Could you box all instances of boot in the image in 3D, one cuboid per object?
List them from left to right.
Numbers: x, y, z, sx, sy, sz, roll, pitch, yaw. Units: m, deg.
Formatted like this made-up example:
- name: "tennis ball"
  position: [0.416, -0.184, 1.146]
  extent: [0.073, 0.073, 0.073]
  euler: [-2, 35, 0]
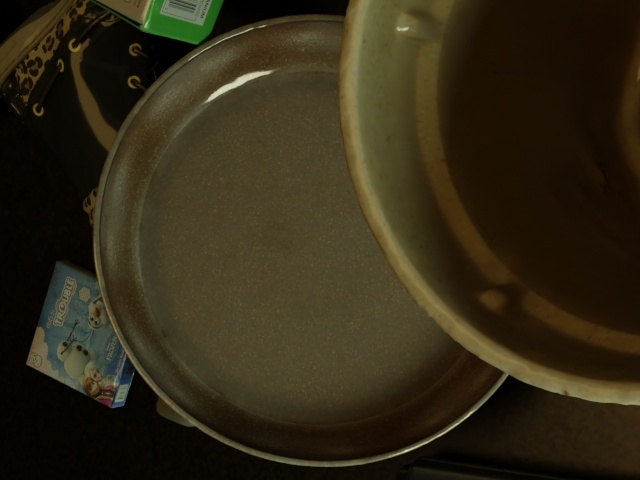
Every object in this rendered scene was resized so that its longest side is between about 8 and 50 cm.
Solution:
- name: "boot"
  position: [-0.129, -0.125, 1.385]
  extent: [0.236, 0.085, 0.178]
  euler: [-37, 79, 24]

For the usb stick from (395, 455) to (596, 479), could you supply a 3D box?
- name: "usb stick"
  position: [0.180, 0.198, 1.242]
  extent: [0.278, 0.045, 0.077]
  euler: [5, 100, 28]

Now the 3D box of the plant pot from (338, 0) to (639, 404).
- name: "plant pot"
  position: [0.226, -0.086, 1.062]
  extent: [0.334, 0.305, 0.333]
  euler: [1, 92, 28]

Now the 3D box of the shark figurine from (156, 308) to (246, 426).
- name: "shark figurine"
  position: [-0.040, 0.020, 1.321]
  extent: [0.166, 0.116, 0.278]
  euler: [16, 101, 26]

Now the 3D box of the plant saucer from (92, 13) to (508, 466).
- name: "plant saucer"
  position: [0.000, 0.000, 1.257]
  extent: [0.311, 0.050, 0.310]
  euler: [1, 80, -8]

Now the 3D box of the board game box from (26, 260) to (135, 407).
- name: "board game box"
  position: [-0.182, 0.073, 1.449]
  extent: [0.090, 0.020, 0.090]
  euler: [23, 102, 27]

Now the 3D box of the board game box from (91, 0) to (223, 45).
- name: "board game box"
  position: [-0.159, -0.306, 1.312]
  extent: [0.316, 0.064, 0.242]
  euler: [32, 104, 39]
